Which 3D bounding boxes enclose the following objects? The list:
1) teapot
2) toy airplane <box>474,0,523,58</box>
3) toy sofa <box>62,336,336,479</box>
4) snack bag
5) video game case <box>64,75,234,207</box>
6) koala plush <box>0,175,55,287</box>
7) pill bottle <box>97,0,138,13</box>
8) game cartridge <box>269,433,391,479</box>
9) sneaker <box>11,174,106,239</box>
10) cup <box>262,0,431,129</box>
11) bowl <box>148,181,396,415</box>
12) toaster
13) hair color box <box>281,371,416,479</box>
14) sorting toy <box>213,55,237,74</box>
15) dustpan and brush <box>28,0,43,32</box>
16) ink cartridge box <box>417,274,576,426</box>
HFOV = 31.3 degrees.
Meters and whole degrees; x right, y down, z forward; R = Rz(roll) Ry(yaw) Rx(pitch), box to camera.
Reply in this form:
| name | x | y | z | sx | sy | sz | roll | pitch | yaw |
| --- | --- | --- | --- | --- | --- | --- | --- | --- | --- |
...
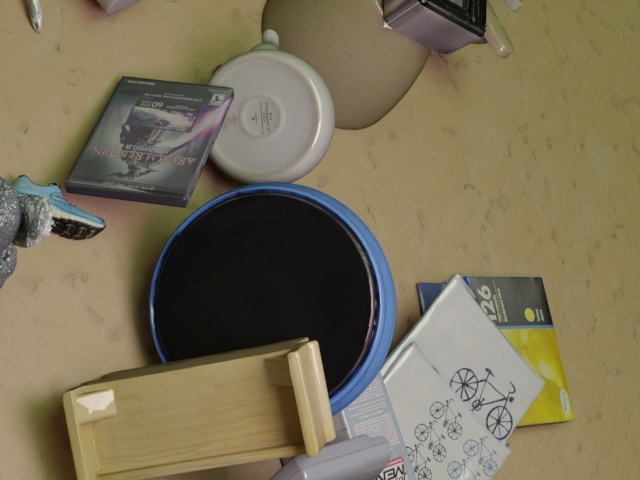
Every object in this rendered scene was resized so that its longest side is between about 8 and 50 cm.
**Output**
| name | x | y | z | sx | sy | sz | roll | pitch | yaw |
| --- | --- | --- | --- | --- | --- | --- | --- | --- | --- |
| teapot | -0.083 | -0.205 | 1.994 | 0.252 | 0.256 | 0.187 | 38 | 7 | 7 |
| toy airplane | 0.266 | -0.578 | 2.406 | 0.384 | 0.272 | 0.386 | 55 | 11 | -20 |
| toy sofa | -0.168 | 0.248 | 1.642 | 0.177 | 0.363 | 0.150 | -11 | 90 | -81 |
| snack bag | 0.246 | 0.286 | 2.061 | 0.323 | 0.037 | 0.342 | 49 | 67 | -21 |
| video game case | -0.268 | -0.163 | 1.826 | 0.196 | 0.026 | 0.274 | 7 | 45 | 10 |
| koala plush | -0.472 | -0.001 | 1.538 | 0.196 | 0.221 | 0.203 | 28 | 28 | -28 |
| pill bottle | -0.381 | -0.530 | 1.907 | 0.162 | 0.162 | 0.278 | -37 | 96 | -41 |
| game cartridge | -0.034 | 0.406 | 1.709 | 0.198 | 0.297 | 0.062 | -14 | 56 | -42 |
| sneaker | -0.402 | -0.056 | 1.761 | 0.162 | 0.063 | 0.073 | 25 | 55 | -28 |
| cup | 0.090 | -0.409 | 2.178 | 0.331 | 0.237 | 0.331 | 16 | 62 | -33 |
| bowl | -0.081 | 0.100 | 1.761 | 0.077 | 0.391 | 0.391 | 30 | 42 | -78 |
| toaster | 0.204 | -0.445 | 2.050 | 0.186 | 0.110 | 0.168 | 21 | 60 | -31 |
| hair color box | 0.005 | 0.252 | 1.869 | 0.114 | 0.185 | 0.374 | -10 | 78 | -42 |
| sorting toy | -0.146 | -0.306 | 2.078 | 0.102 | 0.042 | 0.061 | -39 | 97 | -41 |
| dustpan and brush | -0.466 | -0.446 | 1.854 | 0.060 | 0.147 | 0.211 | -41 | 126 | -56 |
| ink cartridge box | 0.347 | 0.217 | 2.233 | 0.307 | 0.072 | 0.303 | 2 | 72 | -40 |
